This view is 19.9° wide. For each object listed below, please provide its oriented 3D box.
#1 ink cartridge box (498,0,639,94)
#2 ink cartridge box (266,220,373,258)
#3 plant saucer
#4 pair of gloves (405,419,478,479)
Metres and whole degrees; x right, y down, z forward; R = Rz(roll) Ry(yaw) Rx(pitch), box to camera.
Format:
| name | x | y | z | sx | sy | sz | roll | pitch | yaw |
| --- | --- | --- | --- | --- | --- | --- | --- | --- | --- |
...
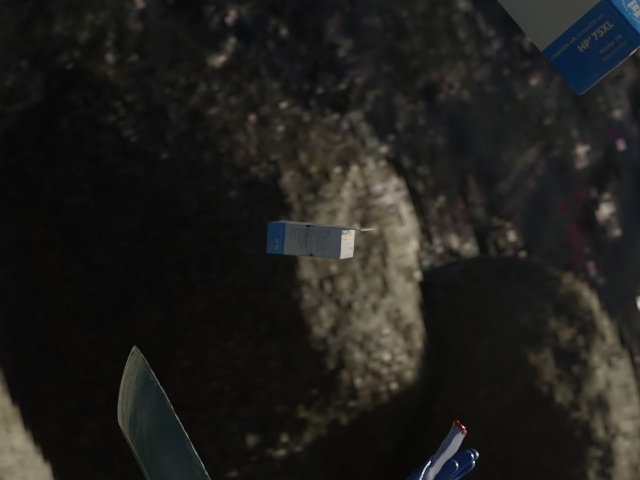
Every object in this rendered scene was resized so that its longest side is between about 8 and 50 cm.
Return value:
| name | x | y | z | sx | sy | sz | roll | pitch | yaw |
| --- | --- | --- | --- | --- | --- | --- | --- | --- | --- |
| ink cartridge box | 0.182 | -0.244 | 1.460 | 0.231 | 0.078 | 0.134 | 50 | 38 | 1 |
| ink cartridge box | 0.000 | 0.000 | 1.573 | 0.048 | 0.083 | 0.028 | -10 | 104 | -75 |
| plant saucer | -0.106 | 0.170 | 1.317 | 0.037 | 0.195 | 0.195 | -26 | 98 | -9 |
| pair of gloves | 0.086 | 0.237 | 1.623 | 0.023 | 0.198 | 0.159 | 35 | 78 | 15 |
